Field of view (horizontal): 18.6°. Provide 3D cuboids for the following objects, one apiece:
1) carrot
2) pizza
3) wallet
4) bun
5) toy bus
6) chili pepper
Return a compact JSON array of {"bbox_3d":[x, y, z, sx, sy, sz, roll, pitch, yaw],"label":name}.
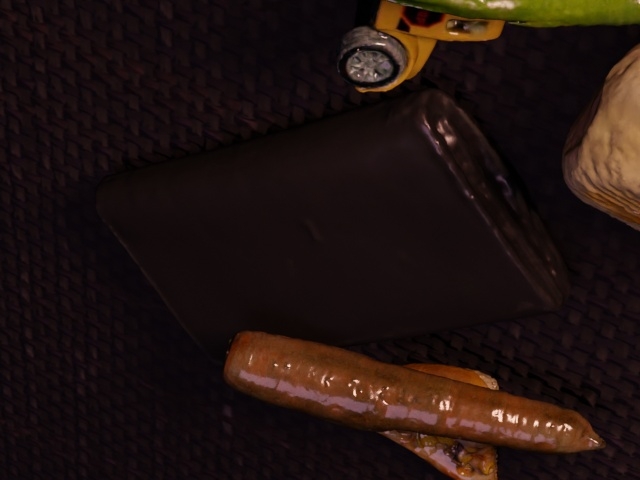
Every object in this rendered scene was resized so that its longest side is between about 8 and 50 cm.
[{"bbox_3d":[0.081,0.142,1.709,0.342,0.070,0.070,13,140,6],"label":"carrot"},{"bbox_3d":[0.104,0.181,1.819,0.185,0.036,0.176,0,132,36],"label":"pizza"},{"bbox_3d":[0.000,-0.001,1.675,0.406,0.062,0.228,-11,125,43],"label":"wallet"},{"bbox_3d":[0.288,-0.062,1.300,0.244,0.153,0.244,21,-178,-1],"label":"bun"},{"bbox_3d":[0.093,-0.238,1.297,0.123,0.121,0.335,9,142,-6],"label":"toy bus"},{"bbox_3d":[0.146,-0.173,1.238,0.359,0.076,0.085,4,-175,-14],"label":"chili pepper"}]
